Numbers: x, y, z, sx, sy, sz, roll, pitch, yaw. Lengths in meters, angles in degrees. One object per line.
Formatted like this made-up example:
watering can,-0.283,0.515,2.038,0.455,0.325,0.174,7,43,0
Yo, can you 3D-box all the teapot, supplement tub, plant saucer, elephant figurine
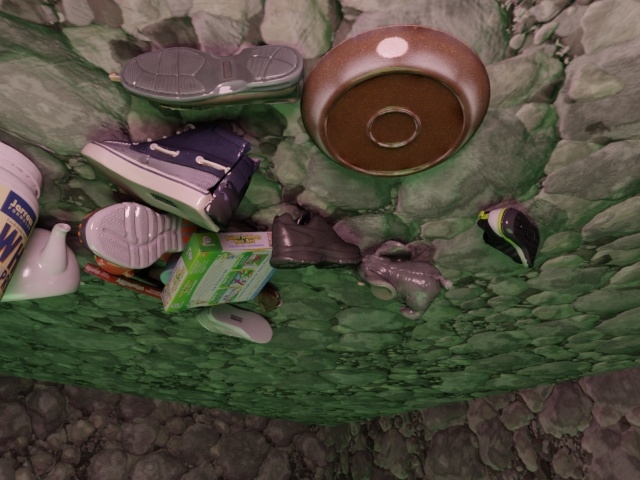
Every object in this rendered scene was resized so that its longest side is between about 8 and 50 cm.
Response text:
teapot,-0.720,0.046,1.090,0.255,0.187,0.252,-5,179,-18
supplement tub,-0.684,-0.016,0.836,0.235,0.325,0.235,2,148,1
plant saucer,0.119,-0.198,0.740,0.310,0.050,0.311,3,149,2
elephant figurine,0.166,0.086,1.116,0.239,0.169,0.186,26,115,-7

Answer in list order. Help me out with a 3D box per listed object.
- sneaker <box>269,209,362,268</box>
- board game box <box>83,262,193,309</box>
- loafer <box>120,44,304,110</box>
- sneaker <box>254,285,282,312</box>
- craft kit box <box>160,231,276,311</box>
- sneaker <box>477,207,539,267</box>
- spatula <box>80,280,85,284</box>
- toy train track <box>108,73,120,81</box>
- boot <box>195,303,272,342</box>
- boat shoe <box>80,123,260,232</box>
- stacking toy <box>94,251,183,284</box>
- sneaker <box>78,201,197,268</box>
sneaker,0.000,0.000,1.019,0.109,0.130,0.286,-12,168,35
board game box,-0.503,0.132,1.270,0.145,0.027,0.281,10,164,38
loafer,-0.156,-0.229,0.674,0.267,0.096,0.084,-2,157,3
sneaker,-0.161,0.159,1.347,0.071,0.066,0.188,-15,153,-3
craft kit box,-0.224,0.074,1.075,0.246,0.061,0.250,-5,146,-42
sneaker,0.421,-0.013,1.012,0.097,0.084,0.234,8,157,43
spatula,-0.842,0.100,1.333,0.168,0.019,0.242,-18,143,28
toy train track,-0.292,-0.258,0.710,0.083,0.014,0.048,6,156,6
boot,-0.296,0.285,1.536,0.258,0.095,0.123,34,143,-28
boat shoe,-0.265,-0.143,0.811,0.340,0.158,0.127,24,161,21
stacking toy,-0.446,0.081,1.162,0.308,0.131,0.279,25,142,-31
sneaker,-0.402,-0.015,0.908,0.179,0.125,0.321,4,-179,14
